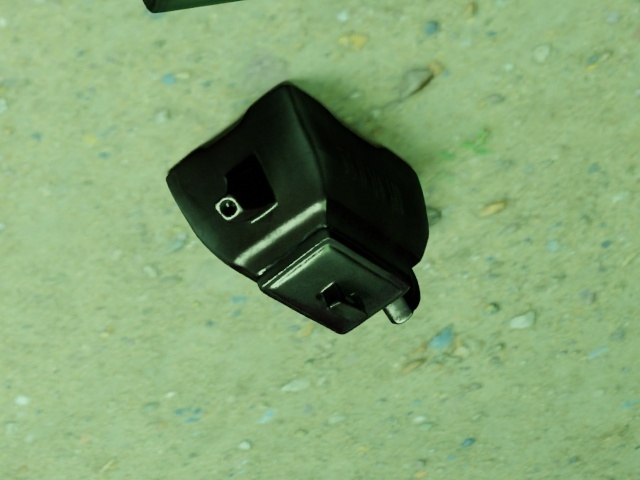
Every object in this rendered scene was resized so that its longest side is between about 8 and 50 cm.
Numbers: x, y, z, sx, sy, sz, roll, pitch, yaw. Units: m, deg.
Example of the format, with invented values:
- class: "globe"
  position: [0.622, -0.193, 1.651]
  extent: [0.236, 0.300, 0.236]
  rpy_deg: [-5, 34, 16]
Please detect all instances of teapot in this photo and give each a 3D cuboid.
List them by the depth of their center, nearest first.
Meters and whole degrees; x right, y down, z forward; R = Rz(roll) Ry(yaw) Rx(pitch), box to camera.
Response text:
- class: "teapot"
  position: [0.000, 0.000, 0.918]
  extent: [0.087, 0.096, 0.177]
  rpy_deg: [-36, 141, 19]

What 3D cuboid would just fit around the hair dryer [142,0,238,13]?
- class: "hair dryer"
  position: [-0.028, -0.181, 0.723]
  extent: [0.100, 0.057, 0.197]
  rpy_deg: [-12, 137, -15]
